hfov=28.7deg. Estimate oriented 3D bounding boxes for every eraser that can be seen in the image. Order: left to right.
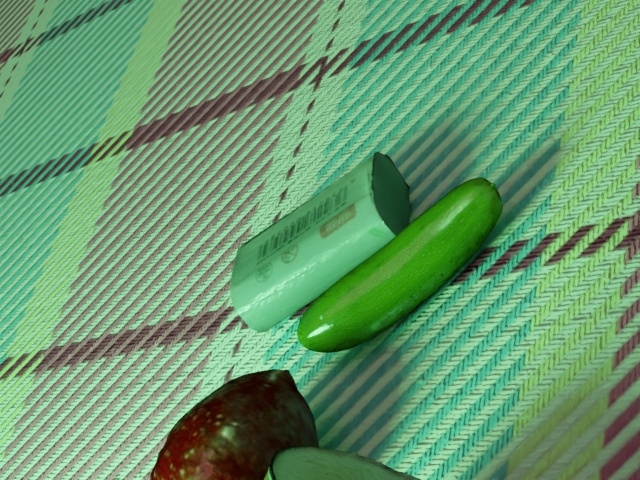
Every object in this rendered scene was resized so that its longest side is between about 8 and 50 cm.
[{"bbox_3d":[0.000,0.000,1.563,0.227,0.081,0.174,-35,20,21],"label":"eraser"}]

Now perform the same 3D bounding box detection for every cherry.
[{"bbox_3d":[-0.087,0.241,1.364,0.175,0.192,0.249,19,54,13],"label":"cherry"}]

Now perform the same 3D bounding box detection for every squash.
[{"bbox_3d":[0.096,0.037,1.442,0.292,0.082,0.082,-39,36,11],"label":"squash"}]

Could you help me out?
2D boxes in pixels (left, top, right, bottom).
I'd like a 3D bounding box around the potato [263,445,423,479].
[{"bbox_3d":[0.054,0.333,1.104,0.300,0.247,0.196,31,108,49],"label":"potato"}]
